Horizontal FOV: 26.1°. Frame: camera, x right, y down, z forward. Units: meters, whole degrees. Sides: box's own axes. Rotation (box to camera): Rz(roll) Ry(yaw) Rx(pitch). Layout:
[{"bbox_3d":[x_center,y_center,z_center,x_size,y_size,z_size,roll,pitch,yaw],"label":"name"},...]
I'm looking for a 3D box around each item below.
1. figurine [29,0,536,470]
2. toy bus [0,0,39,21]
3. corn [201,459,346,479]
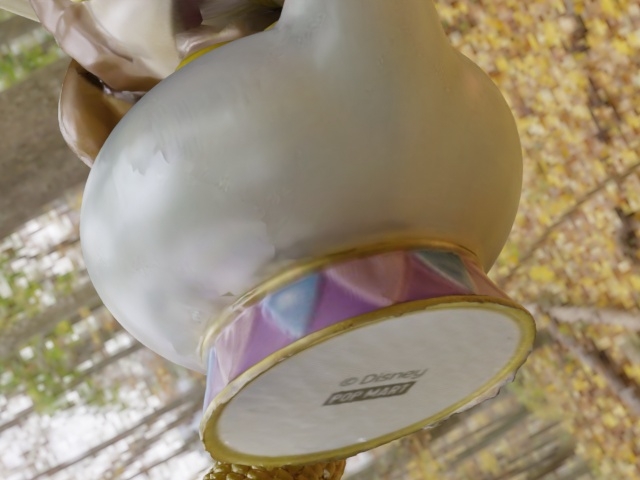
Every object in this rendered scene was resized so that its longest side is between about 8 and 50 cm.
[{"bbox_3d":[-0.027,-0.064,0.449,0.189,0.142,0.263,-52,50,44],"label":"figurine"},{"bbox_3d":[-0.274,-0.281,1.055,0.177,0.365,0.202,-65,26,16],"label":"toy bus"},{"bbox_3d":[-0.075,0.233,1.004,0.102,0.313,0.102,24,151,14],"label":"corn"}]
